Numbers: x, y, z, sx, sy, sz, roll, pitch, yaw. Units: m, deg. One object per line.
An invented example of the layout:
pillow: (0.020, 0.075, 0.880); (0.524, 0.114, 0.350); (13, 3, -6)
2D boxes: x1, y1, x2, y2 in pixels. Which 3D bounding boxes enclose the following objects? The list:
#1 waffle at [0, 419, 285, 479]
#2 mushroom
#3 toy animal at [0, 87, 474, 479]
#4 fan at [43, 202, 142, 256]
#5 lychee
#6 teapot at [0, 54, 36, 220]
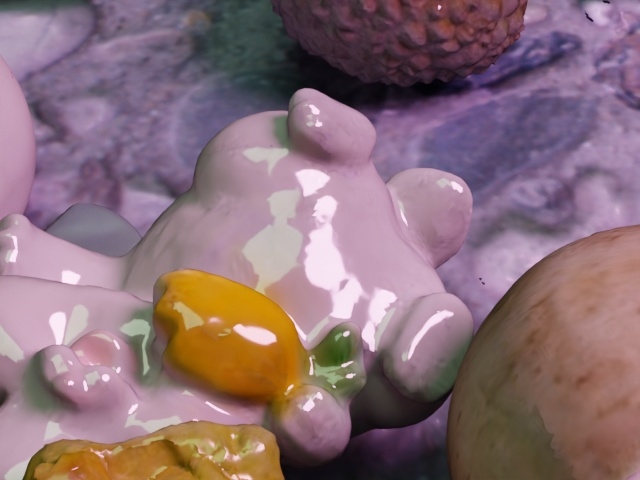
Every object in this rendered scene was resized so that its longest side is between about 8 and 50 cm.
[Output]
waffle: (-0.070, 0.202, 0.341); (0.301, 0.058, 0.281); (-4, 83, -20)
mushroom: (0.157, 0.095, 0.437); (0.254, 0.195, 0.189); (24, 27, -16)
toy animal: (-0.067, 0.082, 0.465); (0.209, 0.154, 0.325); (28, 74, -4)
fan: (-0.196, 0.072, 0.550); (0.057, 0.023, 0.282); (35, 57, 16)
lychee: (0.040, -0.179, 0.674); (0.197, 0.165, 0.165); (42, 54, -8)
teapot: (-0.255, -0.058, 0.593); (0.204, 0.139, 0.298); (26, 46, -14)
